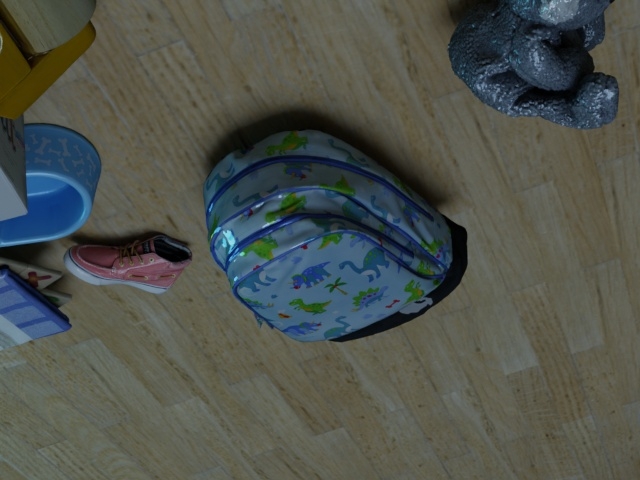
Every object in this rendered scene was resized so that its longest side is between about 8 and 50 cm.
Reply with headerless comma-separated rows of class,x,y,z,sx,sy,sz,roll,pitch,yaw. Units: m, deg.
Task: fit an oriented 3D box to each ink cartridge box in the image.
ink cartridge box,-0.426,-0.118,1.416,0.128,0.176,0.127,-15,143,2

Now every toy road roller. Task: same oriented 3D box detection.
toy road roller,-0.431,-0.235,1.295,0.329,0.240,0.202,-47,144,-16

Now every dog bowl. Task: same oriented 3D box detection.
dog bowl,-0.432,-0.059,1.572,0.297,0.074,0.166,-7,142,-5

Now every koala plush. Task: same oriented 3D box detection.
koala plush,0.262,-0.269,1.404,0.203,0.196,0.221,4,144,-4

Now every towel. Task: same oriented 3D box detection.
towel,-0.524,0.119,1.728,0.285,0.034,0.209,-17,151,10

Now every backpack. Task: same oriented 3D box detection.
backpack,0.000,0.000,1.646,0.290,0.273,0.355,-22,129,23

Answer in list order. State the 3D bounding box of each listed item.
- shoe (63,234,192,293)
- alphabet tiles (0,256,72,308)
shoe,-0.271,0.023,1.729,0.178,0.063,0.081,15,133,-37
alphabet tiles,-0.538,0.097,1.728,0.342,0.011,0.285,-29,149,35
